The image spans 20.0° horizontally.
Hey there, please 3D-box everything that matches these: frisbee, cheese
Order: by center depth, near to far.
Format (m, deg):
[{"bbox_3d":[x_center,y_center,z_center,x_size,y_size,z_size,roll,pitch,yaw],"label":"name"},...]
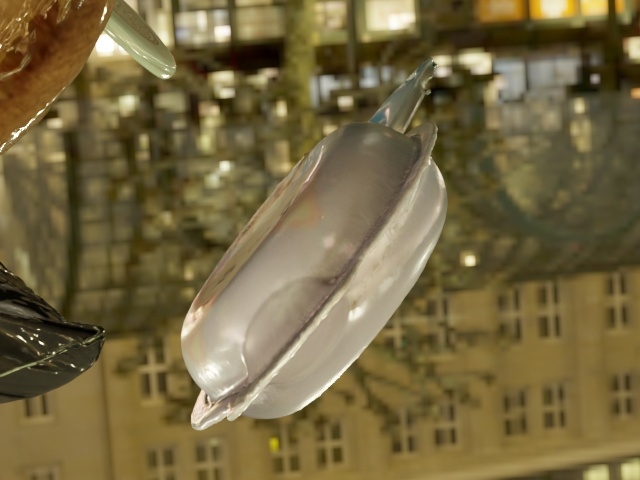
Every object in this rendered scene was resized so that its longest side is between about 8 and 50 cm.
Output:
[{"bbox_3d":[0.000,0.000,0.675,0.135,0.052,0.244,-48,-172,17],"label":"cheese"},{"bbox_3d":[-0.134,-0.147,1.183,0.014,0.110,0.110,-45,-176,7],"label":"frisbee"}]

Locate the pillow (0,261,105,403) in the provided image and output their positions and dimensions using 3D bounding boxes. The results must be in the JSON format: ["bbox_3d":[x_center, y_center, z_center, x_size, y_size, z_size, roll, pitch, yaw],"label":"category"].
[{"bbox_3d":[-0.148,0.031,0.699,0.090,0.048,0.150,2,-164,-31],"label":"pillow"}]

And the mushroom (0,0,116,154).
[{"bbox_3d":[-0.224,-0.153,0.948,0.278,0.278,0.146,-1,166,19],"label":"mushroom"}]
